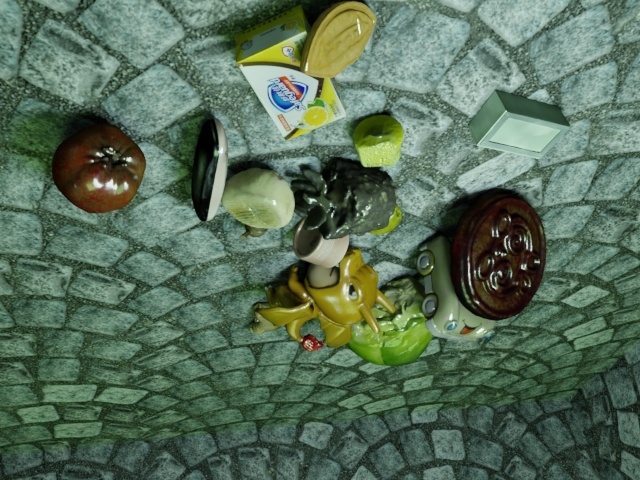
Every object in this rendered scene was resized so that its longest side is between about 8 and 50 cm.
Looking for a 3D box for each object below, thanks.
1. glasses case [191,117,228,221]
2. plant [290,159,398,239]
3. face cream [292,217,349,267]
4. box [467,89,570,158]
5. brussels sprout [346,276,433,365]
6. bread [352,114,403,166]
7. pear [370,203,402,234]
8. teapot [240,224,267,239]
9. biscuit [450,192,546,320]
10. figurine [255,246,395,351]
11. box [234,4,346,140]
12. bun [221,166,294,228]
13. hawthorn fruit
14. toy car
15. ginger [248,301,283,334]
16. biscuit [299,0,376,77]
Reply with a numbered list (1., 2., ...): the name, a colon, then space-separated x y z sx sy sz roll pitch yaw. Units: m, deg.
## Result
1. glasses case: -0.283 -0.172 1.519 0.075 0.122 0.314 -4 144 -21
2. plant: 0.060 -0.116 1.649 0.276 0.199 0.188 -3 138 -19
3. face cream: 0.000 0.000 1.816 0.104 0.149 0.149 21 133 -36
4. box: 0.533 -0.305 1.602 0.225 0.086 0.129 6 141 -25
5. brussels sprout: 0.265 0.309 2.231 0.371 0.276 0.315 -37 125 21
6. bread: 0.151 -0.256 1.540 0.129 0.111 0.114 3 151 10
7. pear: 0.183 -0.071 1.816 0.131 0.107 0.107 -23 145 35
8. teapot: -0.206 -0.039 1.754 0.085 0.110 0.080 47 144 -2
9. biscuit: 0.573 0.053 1.875 0.407 0.407 0.091 18 174 -35
10. figurine: 0.028 0.210 2.020 0.387 0.268 0.401 -18 136 32
11. box: -0.063 -0.365 1.337 0.168 0.097 0.265 -20 144 10
12. bun: -0.167 -0.121 1.622 0.193 0.128 0.178 -1 145 28
13. hawthorn fruit: -0.540 -0.159 1.412 0.248 0.208 0.208 -16 150 41
14. toy car: 0.477 0.147 1.975 0.242 0.336 0.226 18 147 -35
15. ginger: -0.193 0.298 2.241 0.137 0.074 0.213 7 138 -9
16. biscuit: 0.039 -0.422 1.246 0.221 0.029 0.142 -40 140 -23
